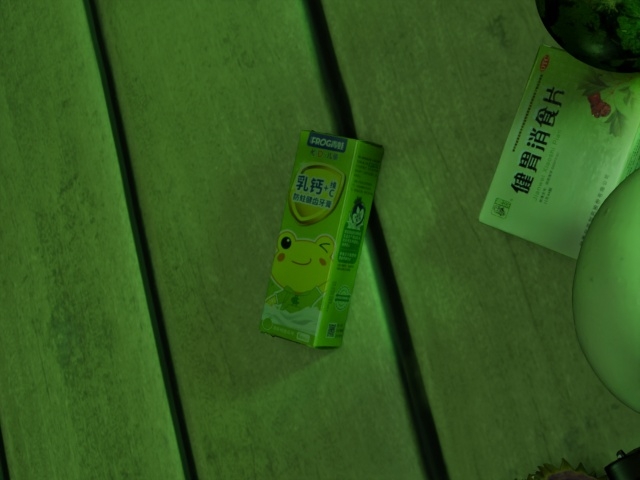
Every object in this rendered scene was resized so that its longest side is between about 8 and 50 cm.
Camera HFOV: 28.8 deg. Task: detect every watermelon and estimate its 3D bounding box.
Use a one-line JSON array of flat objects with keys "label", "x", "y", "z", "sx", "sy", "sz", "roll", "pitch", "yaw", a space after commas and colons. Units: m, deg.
[{"label": "watermelon", "x": 0.394, "y": -0.341, "z": 1.551, "sx": 0.269, "sy": 0.269, "sz": 0.269, "roll": -4, "pitch": 83, "yaw": 34}]

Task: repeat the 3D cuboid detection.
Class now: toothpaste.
[{"label": "toothpaste", "x": 0.000, "y": 0.000, "z": 1.884, "sx": 0.110, "sy": 0.077, "sz": 0.327, "roll": 14, "pitch": 93, "yaw": 35}]

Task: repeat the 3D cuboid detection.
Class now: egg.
[{"label": "egg", "x": 0.430, "y": 0.057, "z": 1.439, "sx": 0.283, "sy": 0.345, "sz": 0.283, "roll": 23, "pitch": 140, "yaw": 21}]

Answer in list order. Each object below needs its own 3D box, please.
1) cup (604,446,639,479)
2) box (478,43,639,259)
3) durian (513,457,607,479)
[{"label": "cup", "x": 0.474, "y": 0.344, "z": 1.469, "sx": 0.196, "sy": 0.196, "sz": 0.279, "roll": -38, "pitch": 73, "yaw": 25}, {"label": "box", "x": 0.339, "y": -0.116, "z": 1.675, "sx": 0.175, "sy": 0.062, "sz": 0.260, "roll": 24, "pitch": 99, "yaw": 33}, {"label": "durian", "x": 0.340, "y": 0.405, "z": 1.584, "sx": 0.186, "sy": 0.154, "sz": 0.260, "roll": -45, "pitch": 67, "yaw": 47}]
